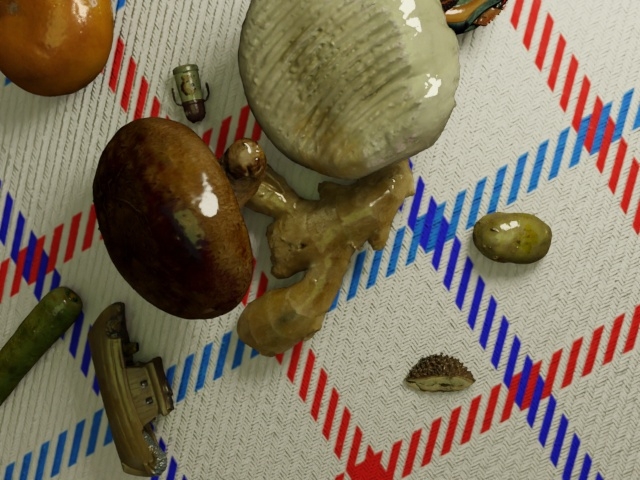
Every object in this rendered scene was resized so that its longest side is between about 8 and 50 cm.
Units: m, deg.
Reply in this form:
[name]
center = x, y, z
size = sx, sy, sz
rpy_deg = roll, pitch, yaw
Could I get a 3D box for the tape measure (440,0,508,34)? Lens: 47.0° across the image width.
[tape measure]
center = 0.219, -0.449, 1.215
size = 0.202, 0.135, 0.223
rpy_deg = 29, 102, -7

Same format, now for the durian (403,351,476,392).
[durian]
center = 0.214, 0.238, 1.326
size = 0.130, 0.052, 0.066
rpy_deg = 0, 133, 7

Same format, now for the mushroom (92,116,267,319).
[mushroom]
center = -0.249, -0.034, 1.212
size = 0.239, 0.345, 0.345
rpy_deg = 10, 97, -37

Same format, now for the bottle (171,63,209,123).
[bottle]
center = -0.229, -0.260, 1.309
size = 0.063, 0.047, 0.101
rpy_deg = -11, 95, 14

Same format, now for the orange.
[orange]
center = -0.460, -0.367, 1.257
size = 0.240, 0.171, 0.240
rpy_deg = 1, 94, 12

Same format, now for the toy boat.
[toy boat]
center = -0.336, 0.269, 1.340
size = 0.121, 0.089, 0.321
rpy_deg = -14, 92, 0

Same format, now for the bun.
[bun]
center = 0.052, -0.282, 1.173
size = 0.365, 0.219, 0.365
rpy_deg = 10, 112, 26

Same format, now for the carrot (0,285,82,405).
[carrot]
center = -0.570, 0.229, 1.366
size = 0.074, 0.074, 0.358
rpy_deg = 42, 99, 0

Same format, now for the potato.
[potato]
center = 0.333, -0.005, 1.273
size = 0.137, 0.070, 0.092
rpy_deg = 4, 96, 4

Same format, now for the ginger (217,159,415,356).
[ginger]
center = -0.002, 0.013, 1.278
size = 0.347, 0.122, 0.363
rpy_deg = -6, 84, 14
